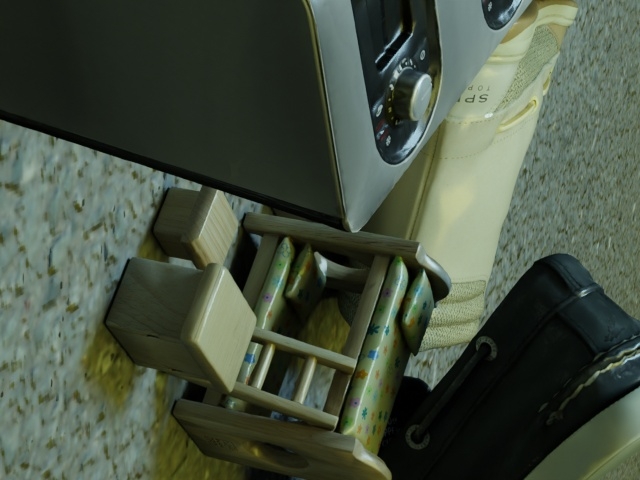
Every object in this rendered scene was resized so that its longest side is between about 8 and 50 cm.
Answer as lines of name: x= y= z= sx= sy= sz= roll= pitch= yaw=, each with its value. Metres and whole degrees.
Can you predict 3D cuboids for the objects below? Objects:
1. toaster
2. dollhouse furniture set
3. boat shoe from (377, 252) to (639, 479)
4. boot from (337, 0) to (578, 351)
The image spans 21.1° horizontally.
toaster: x=-0.029 y=-0.108 z=0.569 sx=0.168 sy=0.185 sz=0.110 roll=-51 pitch=149 yaw=-38
dollhouse furniture set: x=0.000 y=0.000 z=0.795 sx=0.161 sy=0.101 sz=0.182 roll=64 pitch=41 yaw=-59
boat shoe: x=0.061 y=0.114 z=0.904 sx=0.127 sy=0.113 sz=0.340 roll=-25 pitch=166 yaw=-33
boot: x=0.080 y=-0.052 z=1.009 sx=0.262 sy=0.095 sz=0.203 roll=-49 pitch=152 yaw=-73
